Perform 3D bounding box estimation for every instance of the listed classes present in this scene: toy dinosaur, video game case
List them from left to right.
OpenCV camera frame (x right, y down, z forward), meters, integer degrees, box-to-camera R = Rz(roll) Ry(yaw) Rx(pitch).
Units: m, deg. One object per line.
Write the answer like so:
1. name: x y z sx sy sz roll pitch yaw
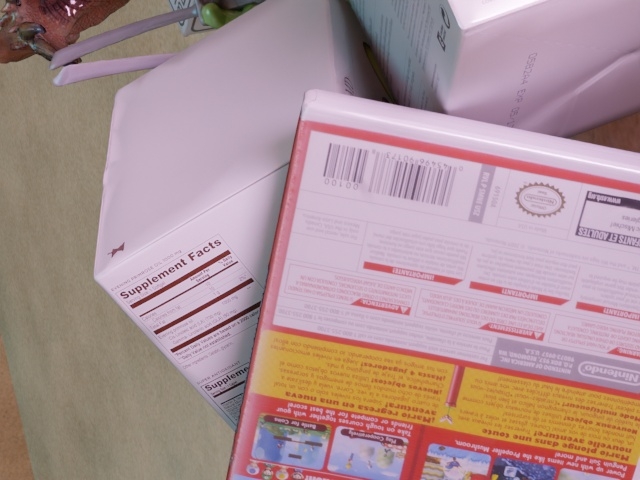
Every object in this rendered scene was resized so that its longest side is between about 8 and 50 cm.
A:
1. toy dinosaur: -0.155 -0.232 1.235 0.127 0.200 0.295 53 148 39
2. video game case: 0.065 0.078 0.839 0.025 0.204 0.285 -83 4 -64

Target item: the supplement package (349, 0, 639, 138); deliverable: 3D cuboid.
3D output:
1. supplement package: 0.100 -0.204 0.844 0.199 0.198 0.262 92 157 -72

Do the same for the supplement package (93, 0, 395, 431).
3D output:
1. supplement package: 0.000 0.000 0.941 0.203 0.149 0.194 51 -161 -29

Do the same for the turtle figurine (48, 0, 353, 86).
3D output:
1. turtle figurine: -0.028 -0.155 1.092 0.275 0.266 0.198 35 -178 10

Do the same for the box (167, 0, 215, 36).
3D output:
1. box: -0.074 -0.315 1.366 0.169 0.087 0.290 66 155 21
